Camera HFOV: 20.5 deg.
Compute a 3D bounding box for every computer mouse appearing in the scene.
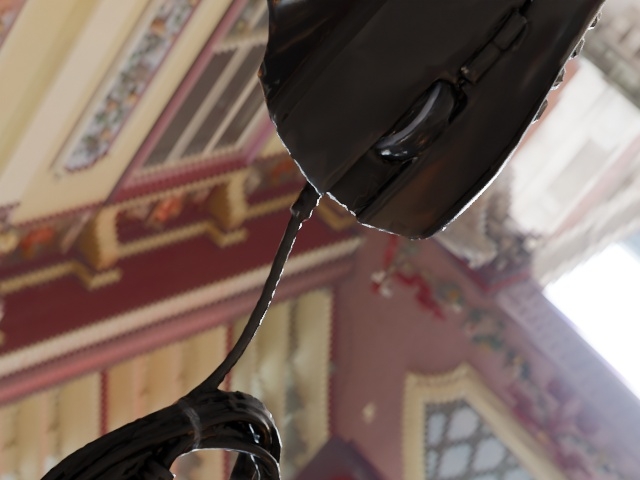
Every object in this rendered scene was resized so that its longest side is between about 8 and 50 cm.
[{"bbox_3d":[0.000,0.000,0.395,0.071,0.242,0.041,33,173,-34],"label":"computer mouse"}]
